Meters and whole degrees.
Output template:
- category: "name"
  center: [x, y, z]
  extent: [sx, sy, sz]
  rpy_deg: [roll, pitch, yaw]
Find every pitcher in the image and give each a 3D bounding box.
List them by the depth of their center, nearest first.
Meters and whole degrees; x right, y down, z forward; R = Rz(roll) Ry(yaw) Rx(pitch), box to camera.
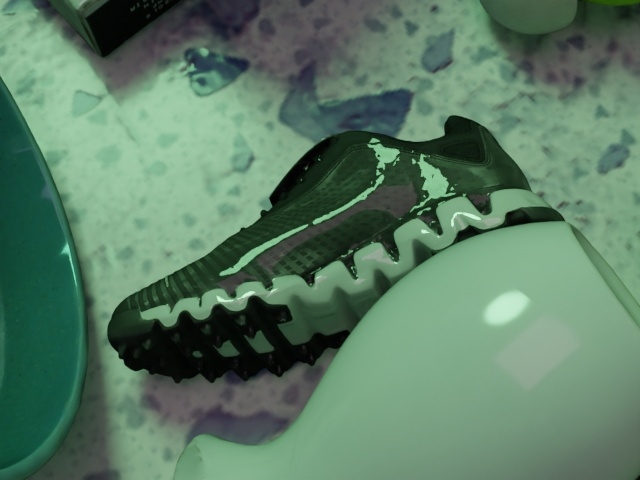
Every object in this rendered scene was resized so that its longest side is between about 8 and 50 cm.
- category: "pitcher"
  center: [0.065, 0.106, 0.420]
  extent: [0.207, 0.125, 0.177]
  rpy_deg: [-38, 88, 16]

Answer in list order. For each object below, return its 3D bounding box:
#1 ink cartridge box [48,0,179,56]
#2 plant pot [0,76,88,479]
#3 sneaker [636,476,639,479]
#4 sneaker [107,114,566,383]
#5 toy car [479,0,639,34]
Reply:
- category: "ink cartridge box"
  center: [-0.187, -0.300, 0.612]
  extent: [0.176, 0.069, 0.371]
  rpy_deg: [-40, 76, -11]
- category: "plant pot"
  center: [-0.283, 0.019, 0.411]
  extent: [0.255, 0.271, 0.271]
  rpy_deg: [-23, 71, 9]
- category: "sneaker"
  center: [0.217, 0.072, 0.437]
  extent: [0.109, 0.124, 0.295]
  rpy_deg: [17, 88, 52]
- category: "sneaker"
  center: [0.000, 0.000, 0.497]
  extent: [0.234, 0.078, 0.106]
  rpy_deg: [-19, 55, 3]
- category: "toy car"
  center: [0.142, -0.220, 0.535]
  extent: [0.159, 0.136, 0.182]
  rpy_deg: [-29, 72, -9]
